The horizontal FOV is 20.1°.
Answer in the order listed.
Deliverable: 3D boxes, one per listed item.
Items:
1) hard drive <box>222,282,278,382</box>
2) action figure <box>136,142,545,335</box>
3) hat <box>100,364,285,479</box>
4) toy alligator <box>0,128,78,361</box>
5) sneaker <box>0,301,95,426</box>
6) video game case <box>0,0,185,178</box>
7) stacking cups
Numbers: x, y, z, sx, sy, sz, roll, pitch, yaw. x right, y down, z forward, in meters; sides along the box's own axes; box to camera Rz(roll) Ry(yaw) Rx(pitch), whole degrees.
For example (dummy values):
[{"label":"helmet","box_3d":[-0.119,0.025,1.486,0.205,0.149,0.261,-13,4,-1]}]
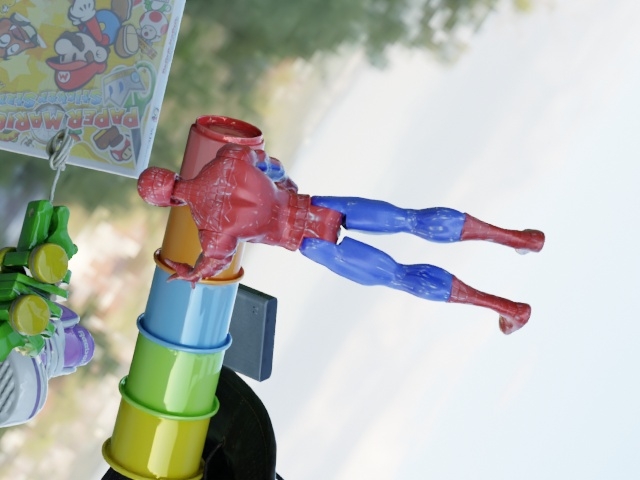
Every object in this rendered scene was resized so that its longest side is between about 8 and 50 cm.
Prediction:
[{"label":"hard drive","box_3d":[-0.106,0.084,1.919,0.022,0.135,0.094,-20,122,-48]},{"label":"action figure","box_3d":[0.000,0.000,1.274,0.139,0.280,0.091,154,-49,-71]},{"label":"hat","box_3d":[-0.088,0.271,1.643,0.331,0.134,0.331,-33,-132,47]},{"label":"toy alligator","box_3d":[-0.195,0.016,1.276,0.056,0.051,0.190,-4,-119,44]},{"label":"sneaker","box_3d":[-0.270,0.099,1.683,0.282,0.161,0.102,26,-69,59]},{"label":"video game case","box_3d":[-0.249,-0.180,1.719,0.026,0.227,0.206,18,84,-73]},{"label":"stacking cups","box_3d":[-0.114,0.048,1.551,0.096,0.096,0.316,-65,168,-74]}]
